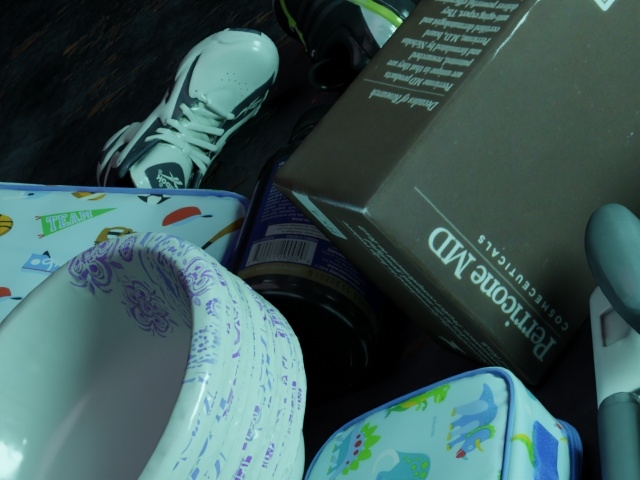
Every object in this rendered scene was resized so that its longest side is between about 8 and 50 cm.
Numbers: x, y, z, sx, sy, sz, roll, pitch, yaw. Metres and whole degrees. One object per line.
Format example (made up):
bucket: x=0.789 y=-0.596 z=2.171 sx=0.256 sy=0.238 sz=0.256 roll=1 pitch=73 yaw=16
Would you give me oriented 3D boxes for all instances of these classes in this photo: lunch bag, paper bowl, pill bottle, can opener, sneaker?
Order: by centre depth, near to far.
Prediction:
can opener: x=0.179 y=0.093 z=0.982 sx=0.076 sy=0.095 sz=0.283 roll=-31 pitch=31 yaw=27
lunch bag: x=0.068 y=0.188 z=1.015 sx=0.176 sy=0.090 sz=0.219 roll=-29 pitch=32 yaw=32
paper bowl: x=-0.124 y=0.148 z=1.121 sx=0.284 sy=0.148 sz=0.284 roll=-30 pitch=38 yaw=27
pill bottle: x=0.000 y=0.000 z=1.321 sx=0.123 sy=0.123 sz=0.219 roll=-23 pitch=35 yaw=36
lunch bag: x=-0.192 y=0.049 z=1.382 sx=0.303 sy=0.115 sz=0.243 roll=4 pitch=39 yaw=15
sneaker: x=0.006 y=-0.188 z=1.601 sx=0.097 sy=0.084 sz=0.234 roll=-54 pitch=29 yaw=-11
sneaker: x=-0.128 y=-0.089 z=1.645 sx=0.235 sy=0.094 sz=0.153 roll=-34 pitch=31 yaw=21

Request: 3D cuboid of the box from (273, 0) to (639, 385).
box: x=0.169 y=-0.115 z=1.169 sx=0.381 sy=0.191 sz=0.143 roll=-51 pitch=28 yaw=-8
